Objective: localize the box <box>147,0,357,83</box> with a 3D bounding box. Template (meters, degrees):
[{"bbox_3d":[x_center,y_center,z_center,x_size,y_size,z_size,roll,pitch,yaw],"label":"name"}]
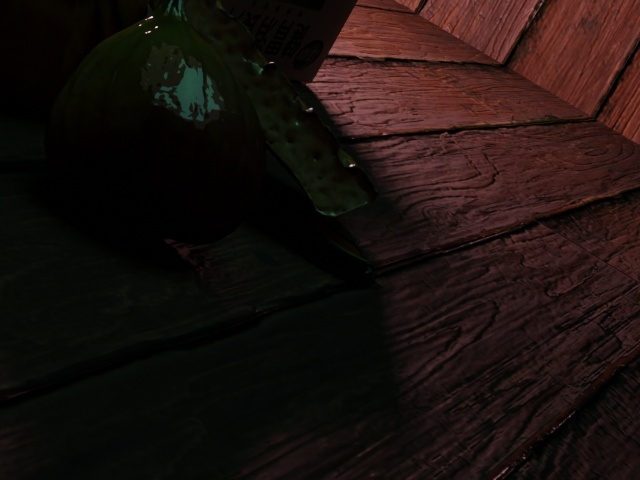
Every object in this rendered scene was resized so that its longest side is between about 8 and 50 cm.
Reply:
[{"bbox_3d":[-0.089,-0.294,2.067,0.145,0.173,0.333,37,15,22],"label":"box"}]

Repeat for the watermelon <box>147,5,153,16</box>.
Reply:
[{"bbox_3d":[-0.209,-0.222,1.803,0.101,0.080,0.155,47,5,27],"label":"watermelon"}]

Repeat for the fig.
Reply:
[{"bbox_3d":[-0.123,-0.104,1.300,0.160,0.143,0.230,10,51,-41],"label":"fig"}]

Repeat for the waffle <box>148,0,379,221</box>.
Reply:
[{"bbox_3d":[-0.050,-0.121,1.549,0.248,0.055,0.221,50,0,-4],"label":"waffle"}]

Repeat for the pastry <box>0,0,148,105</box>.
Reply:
[{"bbox_3d":[-0.300,-0.238,1.475,0.356,0.163,0.356,28,19,-10],"label":"pastry"}]

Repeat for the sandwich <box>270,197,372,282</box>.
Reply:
[{"bbox_3d":[0.002,0.002,1.487,0.101,0.026,0.069,33,9,5],"label":"sandwich"}]
